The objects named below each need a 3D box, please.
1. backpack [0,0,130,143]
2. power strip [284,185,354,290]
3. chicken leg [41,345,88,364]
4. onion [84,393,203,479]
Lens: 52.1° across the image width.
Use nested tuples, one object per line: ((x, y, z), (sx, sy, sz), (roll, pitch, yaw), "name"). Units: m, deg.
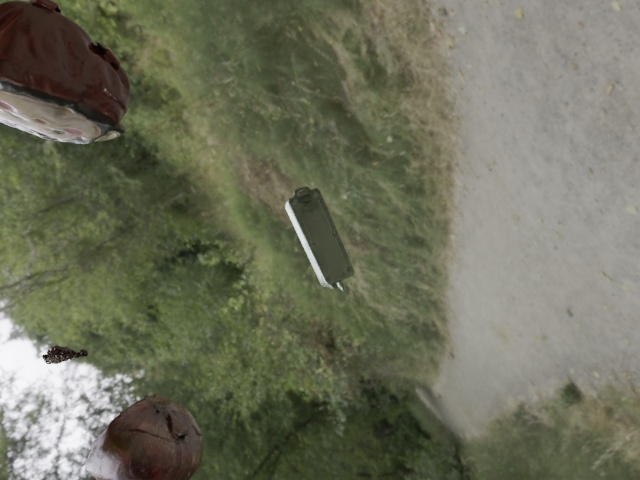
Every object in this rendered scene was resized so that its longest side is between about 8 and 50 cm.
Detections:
((-0.359, -0.209, 0.832), (0.229, 0.229, 0.138), (63, -139, -80), "backpack")
((0.000, 0.000, 0.488), (0.083, 0.027, 0.017), (67, 163, 2), "power strip")
((-0.353, 0.157, 0.897), (0.083, 0.036, 0.021), (53, -168, -74), "chicken leg")
((-0.222, 0.294, 0.883), (0.098, 0.151, 0.206), (29, -175, 19), "onion")
